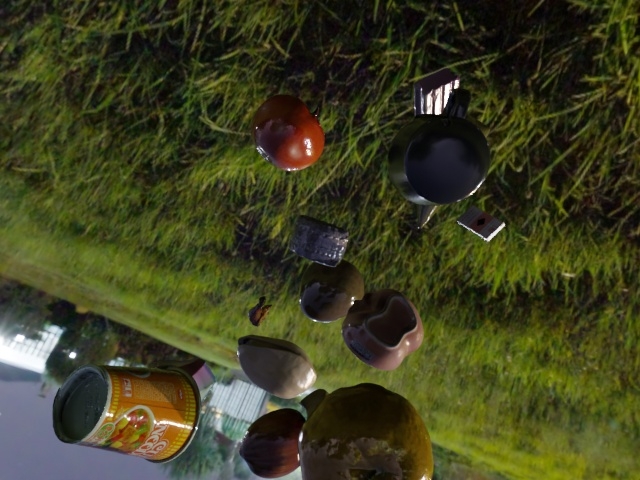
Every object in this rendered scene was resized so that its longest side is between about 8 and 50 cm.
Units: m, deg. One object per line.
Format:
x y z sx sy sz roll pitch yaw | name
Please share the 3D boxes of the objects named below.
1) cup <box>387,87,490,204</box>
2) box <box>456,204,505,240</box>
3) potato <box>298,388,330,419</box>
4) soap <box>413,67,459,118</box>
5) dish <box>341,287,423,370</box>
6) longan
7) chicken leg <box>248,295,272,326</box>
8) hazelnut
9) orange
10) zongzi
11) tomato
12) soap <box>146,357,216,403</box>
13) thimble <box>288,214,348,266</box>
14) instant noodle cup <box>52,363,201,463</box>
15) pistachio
0.218 -0.169 0.830 0.169 0.223 0.176 17 -169 0 | cup
0.308 -0.034 0.884 0.012 0.046 0.083 47 179 -40 | box
0.019 0.535 1.410 0.138 0.098 0.243 48 170 0 | potato
0.339 -0.387 1.349 0.065 0.122 0.203 58 170 37 | soap
0.164 0.209 1.139 0.213 0.213 0.090 23 155 -1 | dish
0.042 0.191 1.753 0.258 0.258 0.258 21 163 7 | longan
-0.133 0.158 1.009 0.037 0.062 0.145 43 168 11 | chicken leg
-0.133 0.593 1.373 0.210 0.186 0.210 7 118 14 | hazelnut
0.091 0.433 0.937 0.279 0.279 0.235 24 174 -4 | orange
0.253 -0.177 1.122 0.125 0.274 0.251 22 -172 -19 | zongzi
-0.106 -0.352 1.505 0.256 0.224 0.256 44 171 9 | tomato
-0.449 0.437 1.260 0.193 0.324 0.109 57 -167 12 | soap
-0.002 -0.001 1.180 0.150 0.098 0.150 19 -174 -2 | thimble
-0.318 0.274 0.753 0.168 0.168 0.185 12 163 31 | instant noodle cup
-0.171 0.464 1.724 0.332 0.208 0.226 29 132 -4 | pistachio
